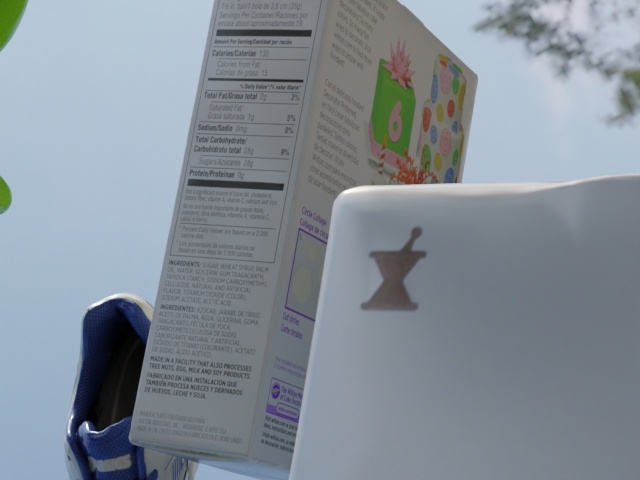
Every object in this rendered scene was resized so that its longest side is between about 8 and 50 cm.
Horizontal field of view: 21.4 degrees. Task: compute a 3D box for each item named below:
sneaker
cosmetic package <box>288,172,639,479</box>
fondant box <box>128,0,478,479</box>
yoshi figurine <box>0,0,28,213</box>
[{"bbox_3d":[-0.134,0.178,1.137,0.131,0.111,0.296,59,-158,-61],"label":"sneaker"},{"bbox_3d":[0.208,0.183,0.877,0.393,0.329,0.327,35,-120,-54],"label":"cosmetic package"},{"bbox_3d":[0.000,0.000,1.151,0.238,0.096,0.330,30,-112,-59],"label":"fondant box"},{"bbox_3d":[-0.310,-0.089,1.195,0.203,0.203,0.362,32,-99,-39],"label":"yoshi figurine"}]
